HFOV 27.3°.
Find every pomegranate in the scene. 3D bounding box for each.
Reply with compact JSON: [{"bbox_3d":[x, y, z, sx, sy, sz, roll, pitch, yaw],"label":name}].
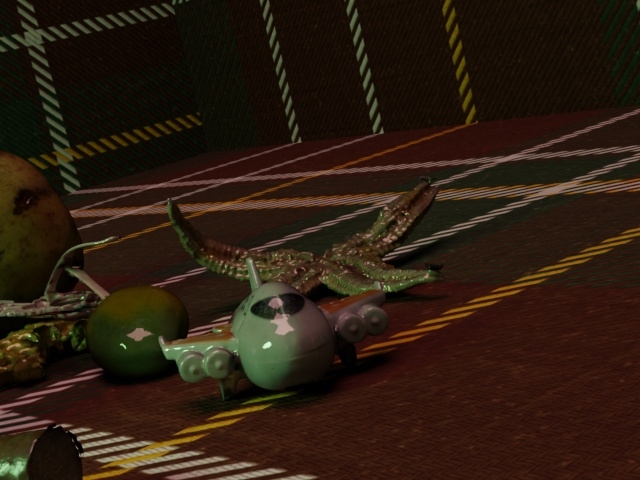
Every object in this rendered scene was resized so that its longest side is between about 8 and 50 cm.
[{"bbox_3d":[-0.488,0.008,1.926,0.281,0.281,0.281,-13,10,2],"label":"pomegranate"}]

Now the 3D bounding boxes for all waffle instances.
[{"bbox_3d":[-0.368,0.140,1.703,0.148,0.051,0.194,-11,9,19],"label":"waffle"}]

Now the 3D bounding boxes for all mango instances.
[{"bbox_3d":[-0.217,0.111,1.580,0.130,0.092,0.194,-14,18,-17],"label":"mango"}]

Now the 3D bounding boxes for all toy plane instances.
[{"bbox_3d":[-0.048,0.088,1.379,0.244,0.118,0.245,-11,9,2],"label":"toy plane"}]

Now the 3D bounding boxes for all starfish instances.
[{"bbox_3d":[-0.002,0.011,1.745,0.397,0.132,0.384,-1,15,-7],"label":"starfish"}]

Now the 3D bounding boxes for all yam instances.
[{"bbox_3d":[-0.273,0.205,1.133,0.127,0.084,0.084,-13,9,27],"label":"yam"}]

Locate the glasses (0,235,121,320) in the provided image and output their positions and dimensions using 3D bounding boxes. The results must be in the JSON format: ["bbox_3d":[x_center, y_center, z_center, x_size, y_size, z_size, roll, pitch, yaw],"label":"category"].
[{"bbox_3d":[-0.346,0.061,1.728,0.162,0.095,0.255,-18,8,-33],"label":"glasses"}]
